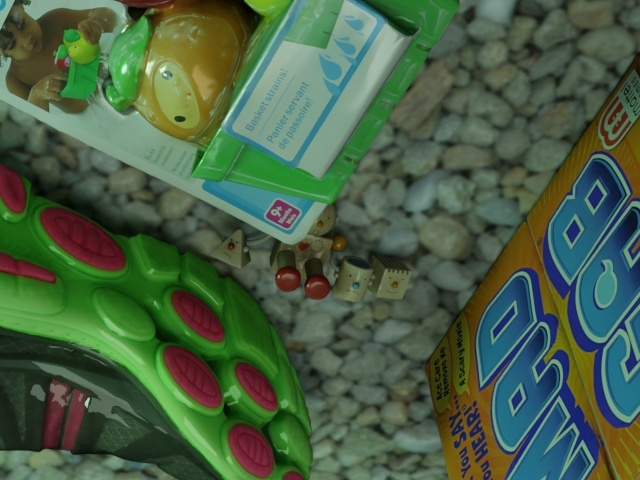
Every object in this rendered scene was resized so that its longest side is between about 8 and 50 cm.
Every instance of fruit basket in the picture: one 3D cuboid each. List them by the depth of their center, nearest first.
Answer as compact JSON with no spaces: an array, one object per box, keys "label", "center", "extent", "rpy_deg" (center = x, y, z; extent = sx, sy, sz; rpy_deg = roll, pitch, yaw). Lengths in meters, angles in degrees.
[{"label":"fruit basket","center":[-0.092,-0.185,1.197],"extent":[0.353,0.165,0.327],"rpy_deg":[25,117,-17]}]

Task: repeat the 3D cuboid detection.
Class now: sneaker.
[{"label":"sneaker","center":[-0.205,0.094,1.383],"extent":[0.482,0.185,0.202],"rpy_deg":[35,131,-21]}]

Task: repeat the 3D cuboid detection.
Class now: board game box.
[{"label":"board game box","center":[0.342,0.139,1.333],"extent":[0.356,0.356,0.356],"rpy_deg":[22,118,-18]}]

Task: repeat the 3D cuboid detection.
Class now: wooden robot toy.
[{"label":"wooden robot toy","center":[0.000,0.000,1.383],"extent":[0.173,0.076,0.079],"rpy_deg":[14,109,-15]}]
